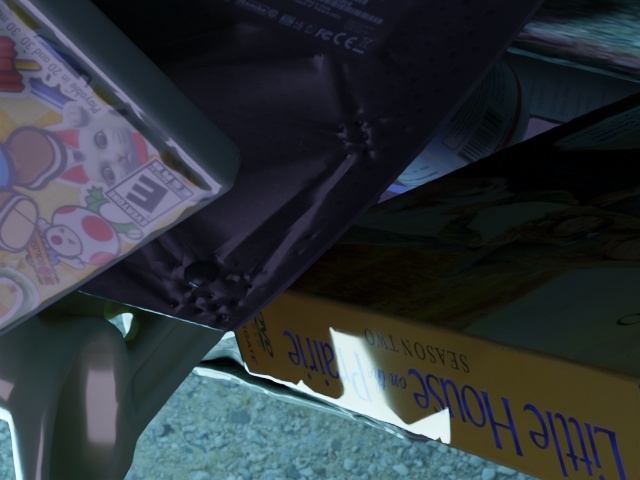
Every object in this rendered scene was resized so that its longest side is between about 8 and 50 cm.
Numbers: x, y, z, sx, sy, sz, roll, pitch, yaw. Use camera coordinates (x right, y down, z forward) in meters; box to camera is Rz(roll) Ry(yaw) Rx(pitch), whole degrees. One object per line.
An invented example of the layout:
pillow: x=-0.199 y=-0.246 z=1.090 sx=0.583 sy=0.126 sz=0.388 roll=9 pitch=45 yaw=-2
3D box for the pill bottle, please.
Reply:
pill bottle: x=0.029 y=-0.090 z=0.855 sx=0.160 sy=0.087 sz=0.087 roll=31 pitch=168 yaw=-36

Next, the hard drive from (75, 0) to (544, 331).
hard drive: x=-0.038 y=-0.068 z=0.638 sx=0.172 sy=0.054 sz=0.254 roll=17 pitch=134 yaw=-28

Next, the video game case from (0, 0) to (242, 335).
video game case: x=-0.177 y=-0.054 z=0.599 sx=0.206 sy=0.026 sz=0.227 roll=-30 pitch=117 yaw=33

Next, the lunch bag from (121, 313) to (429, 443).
lunch bag: x=0.000 y=0.000 z=1.237 sx=0.305 sy=0.256 sz=0.212 roll=14 pitch=177 yaw=36

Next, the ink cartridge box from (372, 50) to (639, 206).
ink cartridge box: x=0.132 y=-0.028 z=1.003 sx=0.333 sy=0.065 sz=0.165 roll=15 pitch=134 yaw=7

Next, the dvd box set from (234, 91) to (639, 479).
dvd box set: x=0.175 y=0.003 z=0.668 sx=0.308 sy=0.062 sz=0.420 roll=-23 pitch=-166 yaw=-22

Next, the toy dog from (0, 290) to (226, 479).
toy dog: x=-0.258 y=-0.061 z=0.961 sx=0.408 sy=0.284 sz=0.395 roll=22 pitch=149 yaw=21
